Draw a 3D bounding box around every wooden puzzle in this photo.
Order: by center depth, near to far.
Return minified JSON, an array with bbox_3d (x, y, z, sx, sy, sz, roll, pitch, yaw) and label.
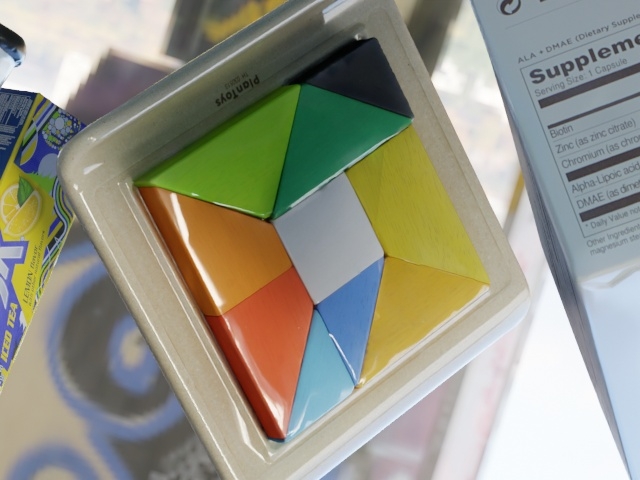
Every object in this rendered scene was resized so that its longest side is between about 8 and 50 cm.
[{"bbox_3d":[0.000,0.000,1.030,0.044,0.221,0.238,7,127,55],"label":"wooden puzzle"}]

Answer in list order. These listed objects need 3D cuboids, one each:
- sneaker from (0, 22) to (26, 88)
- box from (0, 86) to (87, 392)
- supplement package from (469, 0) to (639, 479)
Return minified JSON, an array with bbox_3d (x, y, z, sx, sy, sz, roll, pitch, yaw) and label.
[{"bbox_3d":[-0.273,-0.149,0.971,0.315,0.182,0.127,37,167,-7],"label":"sneaker"},{"bbox_3d":[-0.177,0.007,1.018,0.054,0.169,0.059,10,163,40],"label":"box"},{"bbox_3d":[0.193,-0.026,0.817,0.204,0.145,0.262,-20,153,5],"label":"supplement package"}]
